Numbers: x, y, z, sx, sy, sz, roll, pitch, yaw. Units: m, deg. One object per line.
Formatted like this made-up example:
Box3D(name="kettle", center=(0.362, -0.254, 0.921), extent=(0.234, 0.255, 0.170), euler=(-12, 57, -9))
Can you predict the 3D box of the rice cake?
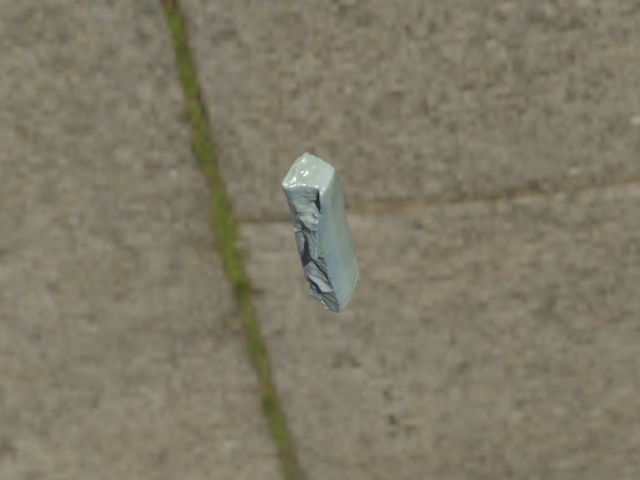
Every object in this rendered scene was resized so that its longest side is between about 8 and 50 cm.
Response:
Box3D(name="rice cake", center=(0.000, 0.000, 1.258), extent=(0.030, 0.042, 0.180), euler=(24, 159, 17))
